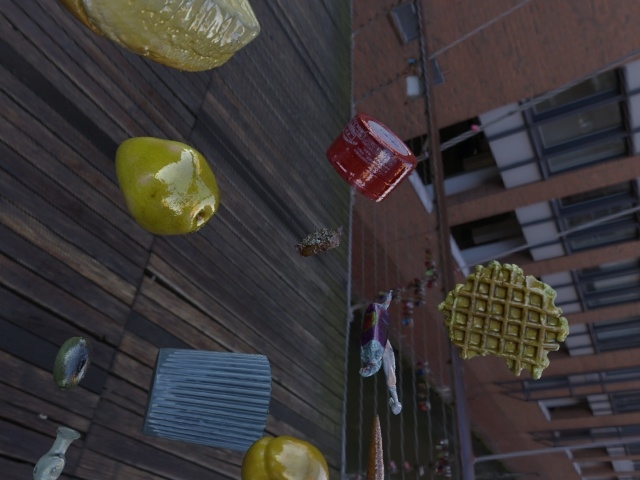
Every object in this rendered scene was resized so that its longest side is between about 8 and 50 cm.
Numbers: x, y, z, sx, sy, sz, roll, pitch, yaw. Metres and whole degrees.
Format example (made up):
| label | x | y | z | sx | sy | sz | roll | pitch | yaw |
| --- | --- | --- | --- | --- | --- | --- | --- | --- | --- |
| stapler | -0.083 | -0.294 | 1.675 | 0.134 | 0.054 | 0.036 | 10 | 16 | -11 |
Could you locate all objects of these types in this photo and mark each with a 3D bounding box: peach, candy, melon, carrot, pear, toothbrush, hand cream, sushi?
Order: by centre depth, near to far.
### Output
| label | x | y | z | sx | sy | sz | roll | pitch | yaw |
| --- | --- | --- | --- | --- | --- | --- | --- | --- | --- |
| candy | 0.085 | 0.139 | 0.789 | 0.043 | 0.045 | 0.175 | 39 | 34 | -14 |
| peach | -0.073 | 0.458 | 1.007 | 0.179 | 0.179 | 0.103 | 62 | 22 | -25 |
| toothbrush | 0.163 | 0.321 | 1.192 | 0.375 | 0.028 | 0.037 | 75 | -13 | -49 |
| hand cream | 0.120 | -0.196 | 1.200 | 0.193 | 0.125 | 0.193 | 34 | 27 | -20 |
| sushi | 0.000 | 0.000 | 1.235 | 0.052 | 0.120 | 0.055 | -45 | 115 | -72 |
| carrot | 0.138 | 0.533 | 1.279 | 0.048 | 0.048 | 0.216 | -19 | 111 | -65 |
| pear | -0.457 | -0.172 | 1.529 | 0.336 | 0.285 | 0.285 | 62 | 23 | 12 |
| melon | -0.753 | 0.372 | 1.556 | 0.099 | 0.099 | 0.162 | 42 | 50 | -49 |

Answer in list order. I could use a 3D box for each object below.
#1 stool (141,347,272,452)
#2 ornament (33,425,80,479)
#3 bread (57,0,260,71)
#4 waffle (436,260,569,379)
| label | x | y | z | sx | sy | sz | roll | pitch | yaw |
| --- | --- | --- | --- | --- | --- | --- | --- | --- | --- |
| stool | -0.344 | 0.471 | 1.544 | 0.330 | 0.297 | 0.297 | 12 | 57 | -16 |
| ornament | -0.755 | 0.617 | 1.457 | 0.075 | 0.081 | 0.156 | 34 | 80 | -36 |
| bread | -0.153 | -0.235 | 0.469 | 0.140 | 0.106 | 0.236 | 62 | 19 | 9 |
| waffle | 0.459 | 0.204 | 1.309 | 0.301 | 0.281 | 0.058 | 35 | 10 | 24 |
